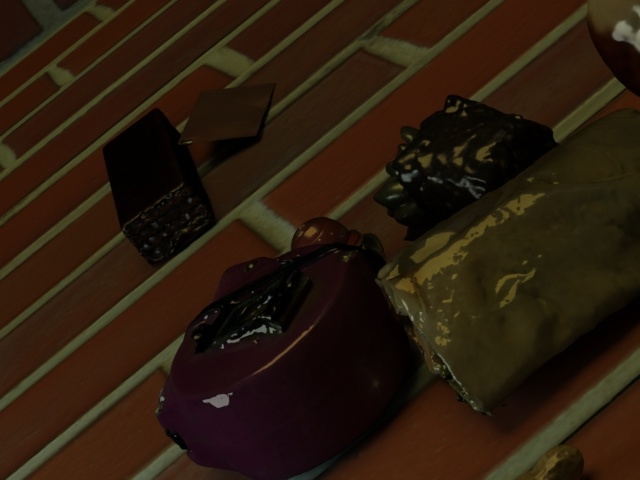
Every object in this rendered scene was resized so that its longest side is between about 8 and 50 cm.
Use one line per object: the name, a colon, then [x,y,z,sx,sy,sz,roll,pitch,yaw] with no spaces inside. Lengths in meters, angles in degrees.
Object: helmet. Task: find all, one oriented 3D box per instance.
helmet: [0.000,-0.001,1.959,0.084,0.049,0.065,-26,23,26]

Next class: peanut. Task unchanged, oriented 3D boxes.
peanut: [0.165,0.187,1.356,0.083,0.037,0.037,-37,22,5]

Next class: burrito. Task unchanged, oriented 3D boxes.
burrito: [0.210,-0.005,1.555,0.332,0.135,0.190,-37,15,-9]

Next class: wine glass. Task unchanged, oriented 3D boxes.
wine glass: [0.026,0.024,1.893,0.083,0.039,0.042,-30,25,28]

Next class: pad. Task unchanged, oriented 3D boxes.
pad: [-0.129,-0.177,2.494,0.113,0.006,0.188,-7,27,11]

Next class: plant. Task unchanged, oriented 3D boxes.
plant: [0.144,-0.065,1.765,0.194,0.132,0.129,2,41,51]

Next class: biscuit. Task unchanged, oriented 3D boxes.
biscuit: [-0.224,-0.079,2.418,0.107,0.073,0.388,-36,22,3]

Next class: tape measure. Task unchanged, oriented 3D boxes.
tape measure: [-0.041,0.108,1.671,0.245,0.149,0.231,-19,27,38]

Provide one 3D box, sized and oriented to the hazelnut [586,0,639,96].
hazelnut: [0.377,-0.212,1.630,0.261,0.241,0.261,-9,49,10]
